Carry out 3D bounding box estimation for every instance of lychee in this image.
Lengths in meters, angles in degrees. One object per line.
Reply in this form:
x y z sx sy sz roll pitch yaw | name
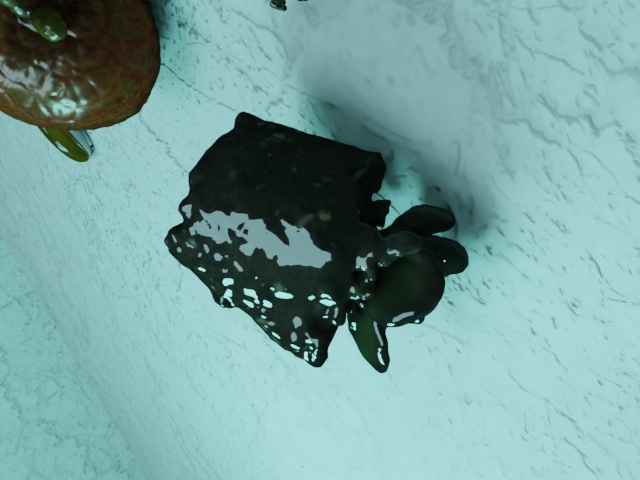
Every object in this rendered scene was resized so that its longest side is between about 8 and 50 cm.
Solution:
-0.323 -0.257 0.991 0.255 0.255 0.300 51 166 6 | lychee

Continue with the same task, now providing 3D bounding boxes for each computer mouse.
-0.505 -0.248 1.474 0.126 0.056 0.245 -2 120 58 | computer mouse

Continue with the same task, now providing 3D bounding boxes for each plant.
0.000 0.000 0.802 0.276 0.188 0.198 29 127 7 | plant

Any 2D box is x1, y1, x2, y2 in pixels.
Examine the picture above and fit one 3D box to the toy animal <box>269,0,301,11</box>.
-0.040 -0.255 0.738 0.220 0.069 0.086 14 111 44 | toy animal
